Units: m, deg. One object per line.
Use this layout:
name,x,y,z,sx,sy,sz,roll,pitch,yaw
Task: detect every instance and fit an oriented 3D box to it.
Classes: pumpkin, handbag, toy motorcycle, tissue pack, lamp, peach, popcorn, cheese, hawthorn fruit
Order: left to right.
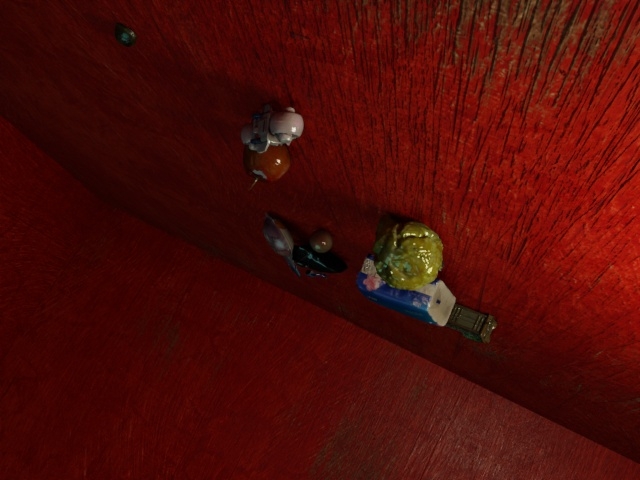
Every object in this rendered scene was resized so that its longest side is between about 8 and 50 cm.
pumpkin,-0.446,-0.460,1.487,0.050,0.028,0.083,28,171,-9
hawthorn fruit,-0.139,-0.200,1.659,0.125,0.140,0.125,13,-162,-4
toy motorcycle,-0.101,-0.248,1.478,0.112,0.112,0.254,34,167,-24
cheese,-0.142,0.018,2.432,0.189,0.074,0.286,41,159,56
handbag,-0.026,0.072,2.530,0.211,0.089,0.254,23,170,-14
peach,0.002,0.001,2.222,0.083,0.083,0.083,27,167,7
tissue pack,0.267,0.162,2.069,0.269,0.137,0.209,22,167,31
popcorn,0.220,0.022,1.701,0.198,0.198,0.212,41,-172,-45
lamp,0.442,0.254,2.273,0.325,0.089,0.090,19,163,30

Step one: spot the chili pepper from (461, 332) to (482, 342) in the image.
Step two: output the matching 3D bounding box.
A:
chili pepper,0.580,0.347,2.432,0.073,0.050,0.182,24,171,-16

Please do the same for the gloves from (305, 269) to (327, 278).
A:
gloves,-0.013,0.134,2.556,0.086,0.026,0.064,15,173,-40

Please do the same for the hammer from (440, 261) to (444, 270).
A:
hammer,0.299,0.074,2.012,0.103,0.029,0.246,28,168,-1
